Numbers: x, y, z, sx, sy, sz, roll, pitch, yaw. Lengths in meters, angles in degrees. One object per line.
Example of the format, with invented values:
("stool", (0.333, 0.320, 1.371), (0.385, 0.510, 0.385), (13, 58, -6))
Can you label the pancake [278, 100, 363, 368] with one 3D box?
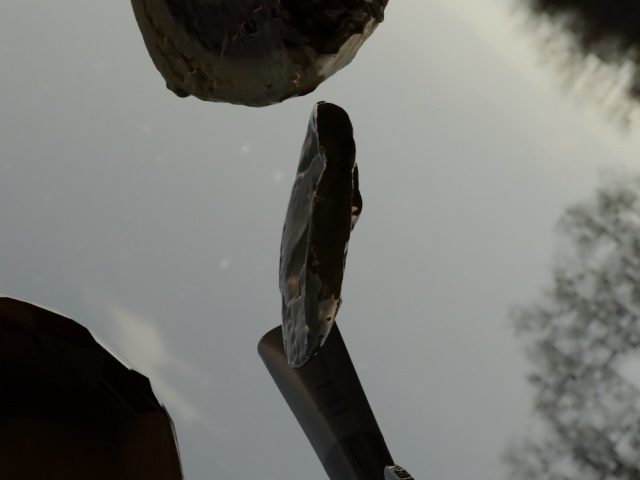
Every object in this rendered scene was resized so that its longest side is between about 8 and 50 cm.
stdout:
("pancake", (0.000, 0.000, 1.549), (0.050, 0.242, 0.242), (9, -163, -6))

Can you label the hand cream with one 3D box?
("hand cream", (0.016, 0.163, 1.644), (0.048, 0.079, 0.255), (79, 168, -47))

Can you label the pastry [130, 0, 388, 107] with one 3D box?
("pastry", (-0.040, -0.239, 1.524), (0.170, 0.237, 0.256), (-19, -108, -43))

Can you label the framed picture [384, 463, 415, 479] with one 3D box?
("framed picture", (0.097, 0.304, 1.210), (0.014, 0.255, 0.338), (-8, -174, -9))

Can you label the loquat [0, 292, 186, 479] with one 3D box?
("loquat", (-0.184, 0.143, 0.955), (0.235, 0.235, 0.235), (34, -167, -9))
